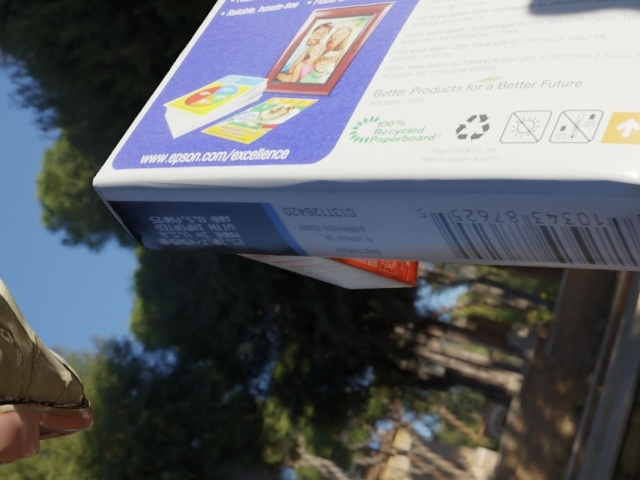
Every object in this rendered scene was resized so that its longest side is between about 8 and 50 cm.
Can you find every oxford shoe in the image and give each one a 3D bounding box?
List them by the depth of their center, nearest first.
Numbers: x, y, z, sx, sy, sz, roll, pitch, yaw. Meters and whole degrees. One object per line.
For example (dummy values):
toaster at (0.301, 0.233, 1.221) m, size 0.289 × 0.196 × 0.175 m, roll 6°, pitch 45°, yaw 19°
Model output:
oxford shoe at (-0.248, 0.081, 0.905) m, size 0.397 × 0.140 × 0.147 m, roll 154°, pitch 108°, yaw -82°

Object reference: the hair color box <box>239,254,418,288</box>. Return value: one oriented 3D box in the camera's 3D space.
hair color box at (0.000, 0.000, 0.892) m, size 0.141 × 0.072 × 0.043 m, roll 18°, pitch -106°, yaw -43°

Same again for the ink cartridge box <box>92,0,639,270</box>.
ink cartridge box at (0.074, -0.122, 0.631) m, size 0.072 × 0.303 × 0.307 m, roll 56°, pitch -130°, yaw -36°
